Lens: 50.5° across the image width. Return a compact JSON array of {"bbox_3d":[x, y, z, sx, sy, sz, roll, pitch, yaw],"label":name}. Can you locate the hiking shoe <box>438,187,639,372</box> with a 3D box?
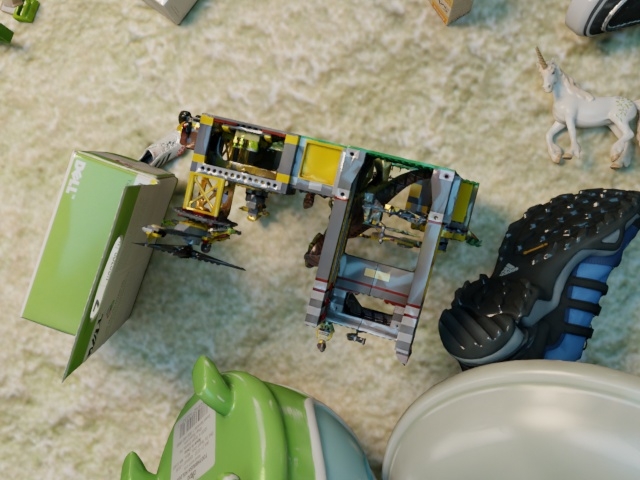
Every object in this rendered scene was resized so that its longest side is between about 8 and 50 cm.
[{"bbox_3d":[0.241,0.055,0.711,0.304,0.113,0.132,-37,118,-25],"label":"hiking shoe"}]

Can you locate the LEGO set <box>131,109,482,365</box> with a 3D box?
[{"bbox_3d":[0.000,0.000,0.688,0.331,0.255,0.192,14,96,4],"label":"LEGO set"}]

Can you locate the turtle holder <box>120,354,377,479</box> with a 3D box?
[{"bbox_3d":[-0.043,0.279,0.640,0.227,0.320,0.243,25,96,-29],"label":"turtle holder"}]

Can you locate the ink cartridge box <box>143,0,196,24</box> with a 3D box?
[{"bbox_3d":[-0.170,-0.375,0.838,0.104,0.060,0.180,36,89,9],"label":"ink cartridge box"}]

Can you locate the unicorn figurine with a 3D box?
[{"bbox_3d":[0.299,-0.143,0.770,0.162,0.060,0.111,8,85,-9],"label":"unicorn figurine"}]

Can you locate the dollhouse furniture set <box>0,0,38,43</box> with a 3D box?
[{"bbox_3d":[-0.395,-0.327,0.851,0.059,0.076,0.151,19,87,7],"label":"dollhouse furniture set"}]

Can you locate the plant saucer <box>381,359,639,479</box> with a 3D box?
[{"bbox_3d":[0.224,0.297,0.596,0.401,0.100,0.400,14,121,24],"label":"plant saucer"}]

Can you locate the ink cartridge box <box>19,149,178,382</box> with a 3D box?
[{"bbox_3d":[-0.237,0.008,0.692,0.097,0.255,0.188,20,95,-5],"label":"ink cartridge box"}]

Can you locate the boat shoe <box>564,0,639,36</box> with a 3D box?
[{"bbox_3d":[0.421,-0.296,0.739,0.306,0.113,0.105,-28,67,-6],"label":"boat shoe"}]

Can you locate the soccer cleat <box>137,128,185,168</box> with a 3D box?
[{"bbox_3d":[-0.193,-0.110,0.826,0.083,0.035,0.029,-39,81,2],"label":"soccer cleat"}]

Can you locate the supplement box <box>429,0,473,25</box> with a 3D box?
[{"bbox_3d":[0.147,-0.299,0.776,0.036,0.098,0.062,-32,81,-1],"label":"supplement box"}]
